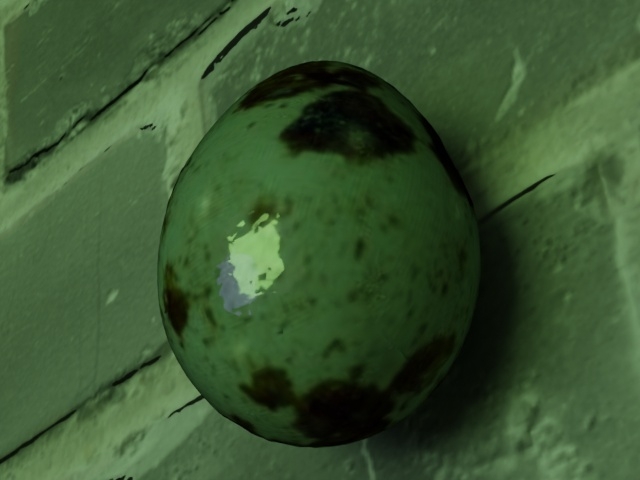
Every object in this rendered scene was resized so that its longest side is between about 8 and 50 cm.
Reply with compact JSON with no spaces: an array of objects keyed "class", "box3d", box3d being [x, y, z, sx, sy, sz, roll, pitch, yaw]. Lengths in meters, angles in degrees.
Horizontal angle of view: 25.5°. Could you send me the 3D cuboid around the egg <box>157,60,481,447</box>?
[{"class":"egg","box3d":[0.000,0.000,0.750,0.169,0.169,0.231,-33,37,35]}]
